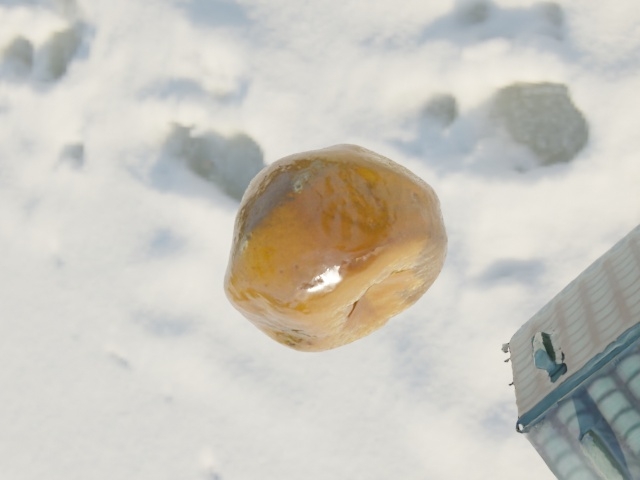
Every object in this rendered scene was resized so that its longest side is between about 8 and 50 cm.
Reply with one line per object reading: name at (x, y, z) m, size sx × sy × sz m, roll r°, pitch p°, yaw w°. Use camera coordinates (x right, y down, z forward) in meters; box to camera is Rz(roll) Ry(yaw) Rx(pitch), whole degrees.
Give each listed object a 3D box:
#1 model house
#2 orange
model house at (0.236, 0.064, 0.643) m, size 0.224 × 0.215 × 0.198 m, roll -41°, pitch 37°, yaw 17°
orange at (0.000, 0.000, 1.394) m, size 0.183 × 0.249 × 0.249 m, roll 56°, pitch 130°, yaw 23°
